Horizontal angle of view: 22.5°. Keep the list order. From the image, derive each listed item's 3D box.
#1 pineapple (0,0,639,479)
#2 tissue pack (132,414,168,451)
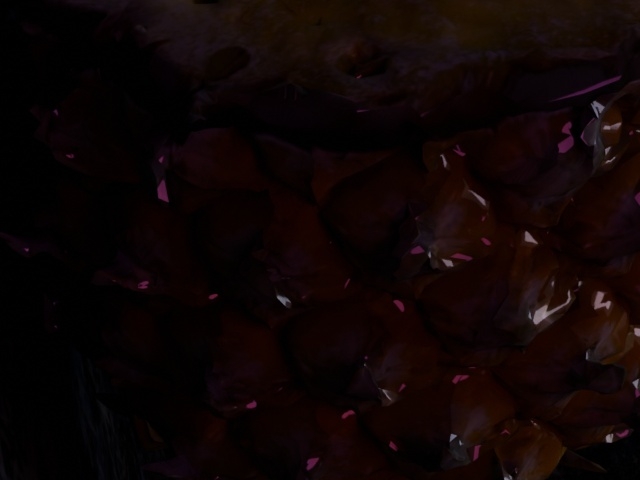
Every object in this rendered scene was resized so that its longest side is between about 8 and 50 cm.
[{"bbox_3d":[0.036,-0.051,0.672,0.300,0.352,0.352,83,-4,-52],"label":"pineapple"},{"bbox_3d":[0.000,0.000,1.032,0.194,0.274,0.145,-104,-178,-52],"label":"tissue pack"}]
